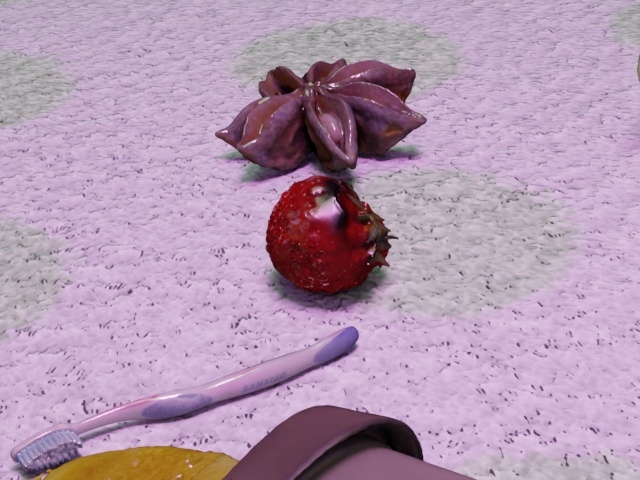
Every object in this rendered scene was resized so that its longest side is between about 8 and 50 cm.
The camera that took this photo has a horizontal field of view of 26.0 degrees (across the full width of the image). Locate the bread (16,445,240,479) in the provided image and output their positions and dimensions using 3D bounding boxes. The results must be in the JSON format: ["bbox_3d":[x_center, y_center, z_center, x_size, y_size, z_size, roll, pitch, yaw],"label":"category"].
[{"bbox_3d":[-0.159,0.228,0.649,0.166,0.112,0.383,-1,23,33],"label":"bread"}]

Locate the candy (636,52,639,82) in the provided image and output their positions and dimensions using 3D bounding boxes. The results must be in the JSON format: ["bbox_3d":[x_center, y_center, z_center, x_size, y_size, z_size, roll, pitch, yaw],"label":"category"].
[{"bbox_3d":[0.451,-0.142,1.226,0.343,0.132,0.142,11,28,38],"label":"candy"}]

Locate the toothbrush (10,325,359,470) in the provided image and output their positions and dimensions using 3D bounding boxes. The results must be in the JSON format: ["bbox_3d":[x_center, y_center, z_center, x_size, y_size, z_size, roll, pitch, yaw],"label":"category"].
[{"bbox_3d":[-0.086,0.107,0.967,0.269,0.021,0.027,-19,44,-25],"label":"toothbrush"}]

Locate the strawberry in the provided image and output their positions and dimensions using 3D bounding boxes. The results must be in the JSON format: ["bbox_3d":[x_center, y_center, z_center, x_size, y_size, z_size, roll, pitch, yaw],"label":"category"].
[{"bbox_3d":[-0.001,-0.001,1.094,0.106,0.106,0.106,-3,28,1],"label":"strawberry"}]

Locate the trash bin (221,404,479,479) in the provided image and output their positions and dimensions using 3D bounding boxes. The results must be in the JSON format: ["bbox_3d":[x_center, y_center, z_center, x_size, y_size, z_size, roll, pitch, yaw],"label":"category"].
[{"bbox_3d":[0.067,0.214,0.562,0.250,0.220,0.219,14,34,17],"label":"trash bin"}]

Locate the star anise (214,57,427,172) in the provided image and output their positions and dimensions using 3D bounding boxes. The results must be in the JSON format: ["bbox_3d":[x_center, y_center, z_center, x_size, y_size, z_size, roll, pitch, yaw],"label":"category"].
[{"bbox_3d":[0.011,-0.121,1.333,0.197,0.073,0.212,4,31,22],"label":"star anise"}]
